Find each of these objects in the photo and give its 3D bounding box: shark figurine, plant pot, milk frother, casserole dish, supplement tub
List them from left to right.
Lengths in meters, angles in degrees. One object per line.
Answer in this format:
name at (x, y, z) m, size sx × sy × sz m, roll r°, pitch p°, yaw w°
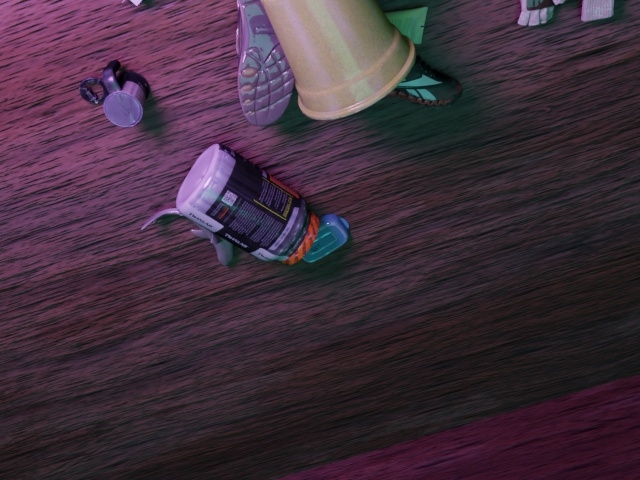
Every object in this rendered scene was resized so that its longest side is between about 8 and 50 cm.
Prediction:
milk frother at (-0.481, -0.325, 1.355) m, size 0.143 × 0.134 × 0.129 m, roll -34°, pitch 122°, yaw 15°
shark figurine at (-0.325, -0.029, 1.604) m, size 0.278 × 0.116 × 0.166 m, roll 31°, pitch 114°, yaw -28°
supplement tub at (-0.181, -0.082, 1.527) m, size 0.338 × 0.207 × 0.207 m, roll 32°, pitch 115°, yaw -26°
casserole dish at (0.000, 0.000, 1.716) m, size 0.188 × 0.037 × 0.114 m, roll -31°, pitch 123°, yaw 15°
plant pot at (0.018, -0.430, 1.185) m, size 0.276 × 0.276 × 0.254 m, roll -27°, pitch 129°, yaw 11°

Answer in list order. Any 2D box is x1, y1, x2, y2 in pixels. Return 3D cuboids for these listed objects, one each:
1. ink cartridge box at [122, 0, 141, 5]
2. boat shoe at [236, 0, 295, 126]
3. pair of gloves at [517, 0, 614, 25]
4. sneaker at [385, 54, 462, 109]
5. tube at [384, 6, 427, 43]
ink cartridge box at (-0.388, -0.539, 1.269) m, size 0.083 × 0.048 × 0.028 m, roll -39°, pitch 121°, yaw 20°
boat shoe at (-0.126, -0.439, 1.331) m, size 0.132 × 0.130 × 0.355 m, roll -1°, pitch 119°, yaw -12°
pair of gloves at (0.579, -0.600, 1.353) m, size 0.240 × 0.042 × 0.204 m, roll -3°, pitch 129°, yaw 1°
sneaker at (0.224, -0.400, 1.421) m, size 0.276 × 0.097 × 0.135 m, roll 7°, pitch 131°, yaw -11°
tube at (0.128, -0.494, 1.375) m, size 0.240 × 0.070 × 0.062 m, roll -7°, pitch 89°, yaw -9°
